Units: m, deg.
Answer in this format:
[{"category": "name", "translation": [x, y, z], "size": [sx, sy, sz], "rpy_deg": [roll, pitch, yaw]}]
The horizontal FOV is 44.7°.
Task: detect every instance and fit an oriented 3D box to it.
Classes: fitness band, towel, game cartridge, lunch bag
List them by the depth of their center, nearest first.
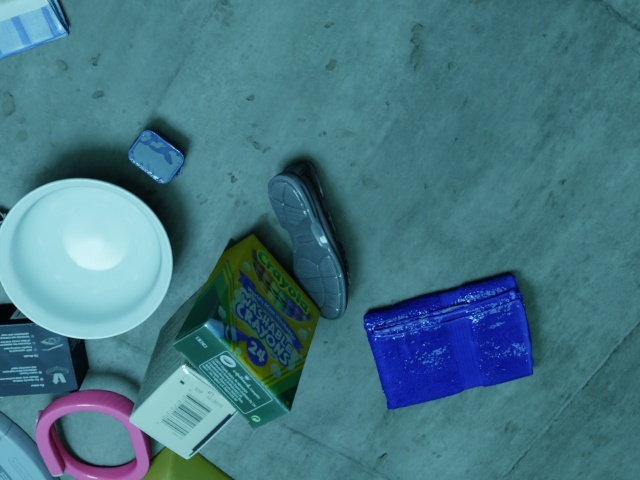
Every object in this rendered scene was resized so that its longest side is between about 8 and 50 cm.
[{"category": "towel", "translation": [-0.552, -0.435, 1.252], "size": [0.209, 0.034, 0.285], "rpy_deg": [-17, 112, 7]}, {"category": "lunch bag", "translation": [-0.282, -0.145, 1.358], "size": [0.098, 0.065, 0.067], "rpy_deg": [39, 92, -14]}, {"category": "towel", "translation": [0.252, 0.206, 1.502], "size": [0.308, 0.076, 0.228], "rpy_deg": [-15, 111, 6]}, {"category": "fitness band", "translation": [-0.448, 0.400, 1.546], "size": [0.208, 0.054, 0.291], "rpy_deg": [-2, 131, -1]}, {"category": "game cartridge", "translation": [-0.671, 0.491, 1.627], "size": [0.198, 0.062, 0.297], "rpy_deg": [-26, 110, 6]}]

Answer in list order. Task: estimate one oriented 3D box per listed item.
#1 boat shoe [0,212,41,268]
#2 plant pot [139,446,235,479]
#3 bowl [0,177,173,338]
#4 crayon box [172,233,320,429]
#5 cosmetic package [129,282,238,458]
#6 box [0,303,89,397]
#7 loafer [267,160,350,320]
[{"category": "boat shoe", "translation": [-0.605, -0.018, 1.400], "size": [0.227, 0.079, 0.081], "rpy_deg": [24, 115, -7]}, {"category": "plant pot", "translation": [-0.298, 0.581, 1.594], "size": [0.212, 0.187, 0.212], "rpy_deg": [42, 107, -16]}, {"category": "bowl", "translation": [-0.405, 0.015, 1.381], "size": [0.297, 0.134, 0.298], "rpy_deg": [-1, 111, -4]}, {"category": "crayon box", "translation": [-0.108, 0.131, 1.330], "size": [0.083, 0.323, 0.203], "rpy_deg": [-31, 110, 25]}, {"category": "cosmetic package", "translation": [-0.219, 0.223, 1.387], "size": [0.129, 0.296, 0.153], "rpy_deg": [39, 108, -16]}, {"category": "box", "translation": [-0.541, 0.206, 1.486], "size": [0.155, 0.093, 0.158], "rpy_deg": [-3, 112, 0]}, {"category": "loafer", "translation": [0.000, 0.000, 1.408], "size": [0.109, 0.095, 0.303], "rpy_deg": [0, 121, 37]}]
